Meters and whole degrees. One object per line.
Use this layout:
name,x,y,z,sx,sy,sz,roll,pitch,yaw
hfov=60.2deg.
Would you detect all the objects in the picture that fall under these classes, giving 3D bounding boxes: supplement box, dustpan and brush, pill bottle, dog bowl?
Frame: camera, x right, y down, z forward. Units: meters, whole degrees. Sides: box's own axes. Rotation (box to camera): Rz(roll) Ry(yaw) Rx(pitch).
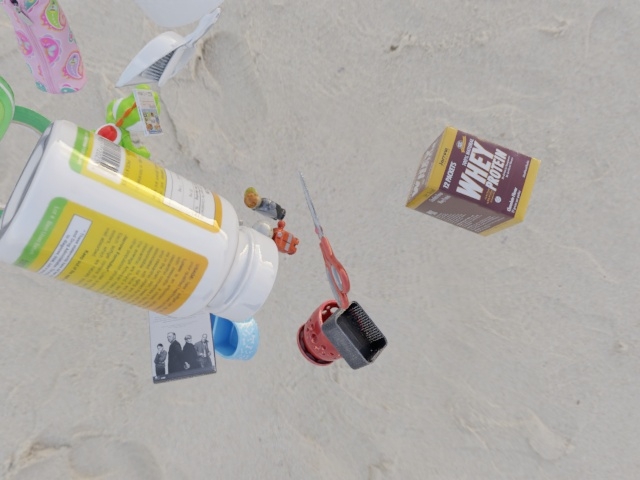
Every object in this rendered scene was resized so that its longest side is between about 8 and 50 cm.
supplement box,0.302,-0.113,1.129,0.194,0.191,0.129,20,80,-2
dustpan and brush,-0.251,-0.333,0.962,0.060,0.147,0.211,43,115,-2
pill bottle,-0.168,-0.003,0.547,0.245,0.136,0.137,27,82,-33
dog bowl,-0.329,0.295,1.842,0.297,0.074,0.166,21,103,38

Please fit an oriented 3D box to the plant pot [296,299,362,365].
plant pot,0.028,0.325,1.886,0.191,0.174,0.191,24,41,-22

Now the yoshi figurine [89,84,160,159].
yoshi figurine,-0.649,-0.363,1.823,0.362,0.203,0.203,-43,47,14

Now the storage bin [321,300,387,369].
storage bin,0.106,0.295,1.715,0.180,0.084,0.122,51,49,0

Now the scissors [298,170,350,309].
scissors,0.000,0.000,1.138,0.021,0.109,0.297,-18,63,-12

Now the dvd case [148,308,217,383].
dvd case,-0.404,0.283,1.607,0.179,0.030,0.239,-9,63,-7

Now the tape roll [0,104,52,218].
tape roll,-0.841,-0.203,1.486,0.321,0.077,0.322,-8,104,-35

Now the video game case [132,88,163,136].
video game case,-0.452,-0.335,1.452,0.011,0.087,0.122,-10,100,13

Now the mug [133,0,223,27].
mug,-0.290,-0.657,1.030,0.374,0.328,0.276,-50,51,-4

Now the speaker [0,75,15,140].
speaker,-0.597,-0.159,0.885,0.131,0.131,0.297,1,47,-5

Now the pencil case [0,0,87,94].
pencil case,-0.584,-0.438,1.154,0.124,0.284,0.124,3,61,-5

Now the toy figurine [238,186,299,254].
toy figurine,-0.186,-0.011,1.491,0.213,0.148,0.210,-42,46,22
